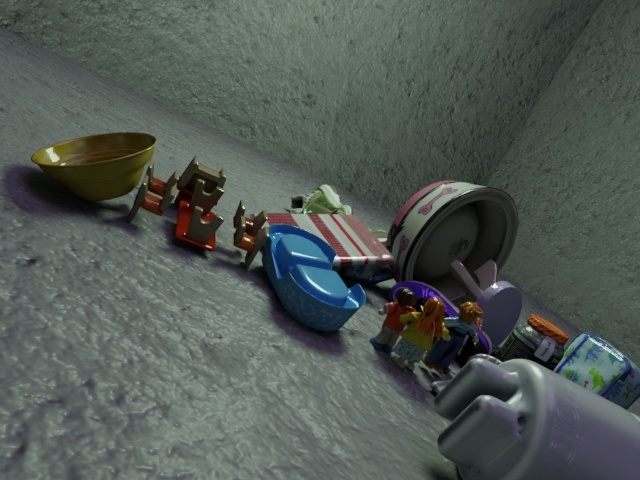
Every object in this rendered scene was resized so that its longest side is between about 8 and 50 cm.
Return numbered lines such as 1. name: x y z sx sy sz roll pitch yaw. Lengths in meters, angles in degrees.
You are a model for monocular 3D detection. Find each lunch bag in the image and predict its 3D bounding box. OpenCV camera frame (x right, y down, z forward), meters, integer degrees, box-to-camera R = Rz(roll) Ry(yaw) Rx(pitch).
1. lunch bag: 0.596 0.329 1.114 0.090 0.219 0.176 32 12 -15
2. lunch bag: 0.122 0.062 1.397 0.151 0.096 0.129 12 19 -23

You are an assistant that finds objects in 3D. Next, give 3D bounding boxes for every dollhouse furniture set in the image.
1. dollhouse furniture set: -0.262 -0.062 1.055 0.262 0.135 0.259 24 25 -23

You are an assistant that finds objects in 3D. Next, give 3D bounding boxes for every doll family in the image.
1. doll family: 0.241 0.184 0.984 0.263 0.163 0.118 16 21 -26

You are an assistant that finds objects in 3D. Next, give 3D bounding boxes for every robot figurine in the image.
1. robot figurine: 0.337 0.302 0.694 0.353 0.200 0.300 27 33 -7

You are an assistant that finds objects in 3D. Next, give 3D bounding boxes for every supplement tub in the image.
1. supplement tub: 0.470 0.271 1.125 0.117 0.190 0.117 27 13 -7

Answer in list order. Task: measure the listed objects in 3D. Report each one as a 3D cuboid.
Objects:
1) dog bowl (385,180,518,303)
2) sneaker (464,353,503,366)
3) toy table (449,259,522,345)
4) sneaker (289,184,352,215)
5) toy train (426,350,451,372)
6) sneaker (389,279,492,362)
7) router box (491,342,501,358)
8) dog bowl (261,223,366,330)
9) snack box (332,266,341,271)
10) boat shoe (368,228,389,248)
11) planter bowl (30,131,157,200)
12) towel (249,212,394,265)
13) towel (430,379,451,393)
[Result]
1. dog bowl: 0.369 0.006 1.436 0.408 0.408 0.150 19 17 -38
2. sneaker: 0.400 0.324 1.022 0.236 0.095 0.104 37 7 12
3. toy table: 0.435 0.171 1.362 0.161 0.252 0.274 46 -23 42
4. sneaker: -0.007 -0.062 1.619 0.182 0.158 0.410 -6 24 -11
5. toy train: 0.261 0.265 1.091 0.023 0.017 0.083 34 9 -31
6. sneaker: 0.284 0.195 1.215 0.293 0.102 0.146 35 15 25
7. router box: 0.475 0.319 1.298 0.092 0.038 0.122 16 19 -49
8. dog bowl: -0.026 0.072 1.011 0.166 0.074 0.297 12 26 -32
9. snack box: -0.018 0.036 1.321 0.141 0.037 0.100 15 20 -44
10. boat shoe: 0.210 0.011 1.756 0.091 0.109 0.305 42 21 29
11. planter bowl: -0.408 -0.132 0.921 0.217 0.090 0.217 -3 26 1
12. towel: 0.000 0.000 1.279 0.329 0.037 0.237 0 31 -27
13. towel: 0.286 0.322 0.926 0.113 0.023 0.152 12 23 -47
